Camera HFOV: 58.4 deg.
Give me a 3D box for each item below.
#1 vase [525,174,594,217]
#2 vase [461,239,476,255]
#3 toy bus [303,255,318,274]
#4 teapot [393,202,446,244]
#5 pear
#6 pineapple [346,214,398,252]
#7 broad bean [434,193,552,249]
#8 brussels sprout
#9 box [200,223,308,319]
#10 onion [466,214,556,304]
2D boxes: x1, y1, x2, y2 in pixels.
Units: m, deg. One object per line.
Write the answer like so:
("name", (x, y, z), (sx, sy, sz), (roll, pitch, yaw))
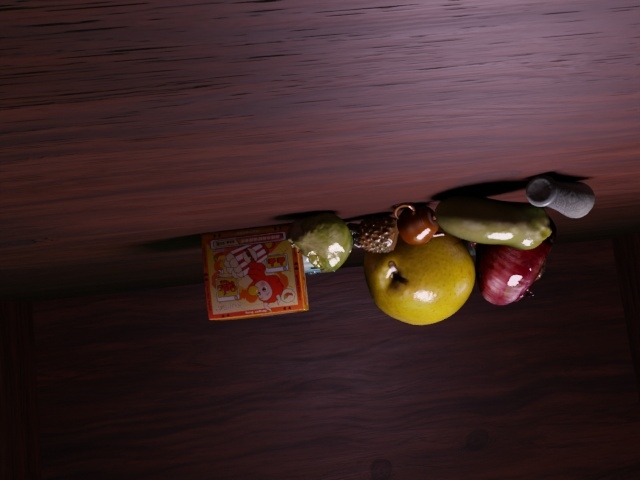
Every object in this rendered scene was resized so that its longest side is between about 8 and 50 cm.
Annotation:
("vase", (0.589, -0.112, 1.418), (0.096, 0.096, 0.219), (-13, 168, 44))
("vase", (0.639, -0.004, 2.356), (0.115, 0.115, 0.237), (-7, 170, 8))
("toy bus", (-0.080, 0.047, 1.929), (0.271, 0.133, 0.165), (-4, 169, -2))
("teapot", (0.274, -0.051, 1.574), (0.173, 0.116, 0.116), (36, 150, -29))
("pear", (0.330, 0.104, 1.919), (0.362, 0.362, 0.418), (-12, 174, 38))
("pineapple", (0.103, -0.022, 1.700), (0.251, 0.125, 0.125), (2, 176, 19))
("broad bean", (0.435, -0.051, 1.460), (0.291, 0.119, 0.238), (12, -168, 23))
("brussels sprout", (0.006, -0.006, 1.548), (0.183, 0.145, 0.131), (41, -178, -22))
("box", (-0.193, 0.100, 1.726), (0.284, 0.259, 0.214), (-7, 174, 0))
("onion", (0.608, 0.034, 1.892), (0.285, 0.347, 0.347), (27, -177, 16))
